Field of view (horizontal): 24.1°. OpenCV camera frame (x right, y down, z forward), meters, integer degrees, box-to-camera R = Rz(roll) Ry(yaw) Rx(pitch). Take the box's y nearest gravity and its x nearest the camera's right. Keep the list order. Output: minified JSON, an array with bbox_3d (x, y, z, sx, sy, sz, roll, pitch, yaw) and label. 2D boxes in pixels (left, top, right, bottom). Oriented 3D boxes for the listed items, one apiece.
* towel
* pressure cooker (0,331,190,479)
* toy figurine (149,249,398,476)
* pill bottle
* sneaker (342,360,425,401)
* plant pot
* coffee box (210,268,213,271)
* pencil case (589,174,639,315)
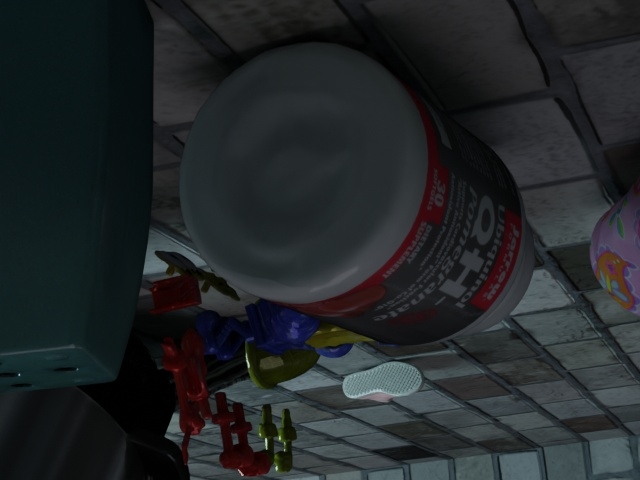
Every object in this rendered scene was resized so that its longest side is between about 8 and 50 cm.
[{"bbox_3d":[-0.220,0.201,1.840,0.324,0.056,0.312,-21,179,42],"label":"towel"},{"bbox_3d":[-0.351,0.205,1.324,0.370,0.420,0.375,38,145,-23],"label":"pressure cooker"},{"bbox_3d":[0.012,0.100,1.359,0.217,0.191,0.362,-14,164,12],"label":"toy figurine"},{"bbox_3d":[0.047,-0.017,1.104,0.176,0.176,0.318,-12,163,24],"label":"pill bottle"},{"bbox_3d":[0.104,0.203,2.159,0.134,0.051,0.070,-12,165,36],"label":"sneaker"},{"bbox_3d":[-0.181,-0.037,0.845,0.166,0.234,0.165,-6,165,2],"label":"plant pot"},{"bbox_3d":[0.000,0.000,1.401,0.184,0.040,0.113,2,163,-26],"label":"coffee box"},{"bbox_3d":[0.319,-0.019,1.305,0.124,0.124,0.284,-4,164,-4],"label":"pencil case"}]
